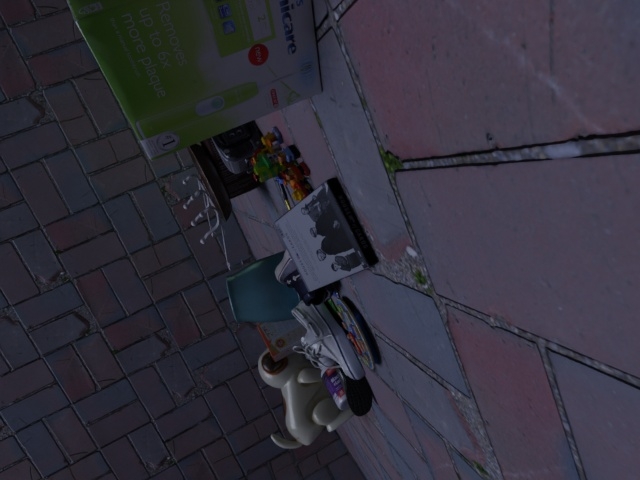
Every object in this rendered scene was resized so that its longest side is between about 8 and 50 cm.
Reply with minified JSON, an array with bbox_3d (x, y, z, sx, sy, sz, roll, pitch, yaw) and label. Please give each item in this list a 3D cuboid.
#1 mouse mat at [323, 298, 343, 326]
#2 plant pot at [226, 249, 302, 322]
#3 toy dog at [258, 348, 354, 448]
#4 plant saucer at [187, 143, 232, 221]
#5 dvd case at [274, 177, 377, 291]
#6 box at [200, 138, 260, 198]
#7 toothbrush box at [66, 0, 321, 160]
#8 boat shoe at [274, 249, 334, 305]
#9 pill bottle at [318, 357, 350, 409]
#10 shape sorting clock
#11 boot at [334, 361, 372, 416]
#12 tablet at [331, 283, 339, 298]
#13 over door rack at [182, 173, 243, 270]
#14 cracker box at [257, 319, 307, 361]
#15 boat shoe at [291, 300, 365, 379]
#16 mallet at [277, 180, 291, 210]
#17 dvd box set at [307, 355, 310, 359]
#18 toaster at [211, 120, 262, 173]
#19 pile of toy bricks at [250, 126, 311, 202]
[{"bbox_3d":[0.028,0.215,1.442,0.152,0.007,0.189,62,166,11],"label":"mouse mat"},{"bbox_3d":[-0.216,0.192,1.684,0.271,0.255,0.271,167,90,-83],"label":"plant pot"},{"bbox_3d":[-0.093,0.608,1.857,0.407,0.395,0.284,54,175,6],"label":"toy dog"},{"bbox_3d":[-0.387,-0.212,1.566,0.310,0.050,0.310,57,165,25],"label":"plant saucer"},{"bbox_3d":[0.000,0.000,0.902,0.239,0.030,0.179,-31,85,56],"label":"dvd case"},{"bbox_3d":[-0.335,-0.343,1.517,0.191,0.143,0.381,55,162,34],"label":"box"},{"bbox_3d":[-0.157,-0.270,0.615,0.122,0.283,0.206,54,163,35],"label":"toothbrush box"},{"bbox_3d":[-0.048,0.125,1.283,0.340,0.127,0.158,108,142,-71],"label":"boat shoe"},{"bbox_3d":[0.068,0.499,1.596,0.193,0.108,0.108,52,163,41],"label":"pill bottle"},{"bbox_3d":[0.090,0.248,1.179,0.206,0.040,0.206,58,166,25],"label":"shape sorting clock"},{"bbox_3d":[0.098,0.448,1.489,0.161,0.084,0.246,169,81,-84],"label":"boot"},{"bbox_3d":[0.033,0.137,1.270,0.054,0.006,0.083,66,166,-8],"label":"tablet"},{"bbox_3d":[-0.410,-0.052,1.632,0.239,0.108,0.324,53,164,41],"label":"over door rack"},{"bbox_3d":[-0.115,0.358,1.770,0.155,0.232,0.067,55,166,35],"label":"cracker box"},{"bbox_3d":[-0.005,0.309,1.349,0.367,0.157,0.135,50,169,50],"label":"boat shoe"},{"bbox_3d":[-0.091,-0.107,1.238,0.062,0.039,0.189,-152,42,-71],"label":"mallet"},{"bbox_3d":[-0.091,0.424,2.190,0.307,0.062,0.420,56,165,34],"label":"dvd box set"},{"bbox_3d":[-0.254,-0.305,1.291,0.226,0.129,0.146,60,169,11],"label":"toaster"},{"bbox_3d":[-0.109,-0.169,1.021,0.212,0.105,0.118,56,165,31],"label":"pile of toy bricks"}]
